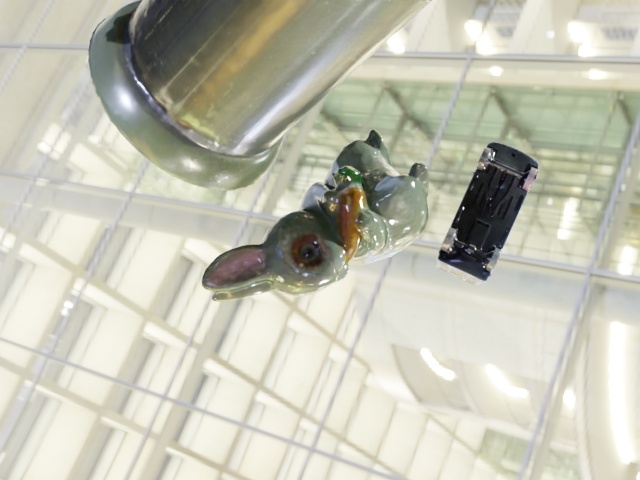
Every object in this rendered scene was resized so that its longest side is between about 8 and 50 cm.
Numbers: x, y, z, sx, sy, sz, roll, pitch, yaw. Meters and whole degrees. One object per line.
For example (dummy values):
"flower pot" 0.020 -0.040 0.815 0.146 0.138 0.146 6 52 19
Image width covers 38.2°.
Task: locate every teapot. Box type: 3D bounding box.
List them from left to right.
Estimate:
"teapot" -0.011 -0.225 0.765 0.200 0.337 0.270 41 -140 -14

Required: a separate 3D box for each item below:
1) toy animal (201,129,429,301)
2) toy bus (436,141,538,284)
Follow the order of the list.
"toy animal" 0.002 0.003 0.958 0.251 0.125 0.127 -38 -71 -17
"toy bus" 0.200 -0.033 1.127 0.167 0.073 0.076 -63 -6 -11
